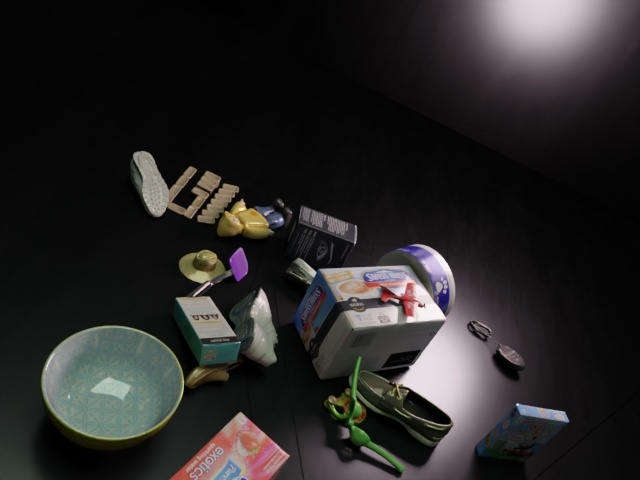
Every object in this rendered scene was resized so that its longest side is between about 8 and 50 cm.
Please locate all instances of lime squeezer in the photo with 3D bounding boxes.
[{"bbox_3d":[0.114,0.460,1.572,0.109,0.059,0.311,-18,70,-9],"label":"lime squeezer"}]

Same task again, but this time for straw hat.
[{"bbox_3d":[-0.347,0.063,1.823,0.144,0.061,0.145,17,36,-13],"label":"straw hat"}]

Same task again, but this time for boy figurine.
[{"bbox_3d":[-0.238,-0.076,2.045,0.285,0.092,0.177,-12,53,-46],"label":"boy figurine"}]

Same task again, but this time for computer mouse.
[{"bbox_3d":[0.598,0.361,2.070,0.071,0.041,0.242,-10,42,-38],"label":"computer mouse"}]

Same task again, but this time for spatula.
[{"bbox_3d":[-0.307,0.118,1.792,0.030,0.084,0.296,-2,24,39],"label":"spatula"}]

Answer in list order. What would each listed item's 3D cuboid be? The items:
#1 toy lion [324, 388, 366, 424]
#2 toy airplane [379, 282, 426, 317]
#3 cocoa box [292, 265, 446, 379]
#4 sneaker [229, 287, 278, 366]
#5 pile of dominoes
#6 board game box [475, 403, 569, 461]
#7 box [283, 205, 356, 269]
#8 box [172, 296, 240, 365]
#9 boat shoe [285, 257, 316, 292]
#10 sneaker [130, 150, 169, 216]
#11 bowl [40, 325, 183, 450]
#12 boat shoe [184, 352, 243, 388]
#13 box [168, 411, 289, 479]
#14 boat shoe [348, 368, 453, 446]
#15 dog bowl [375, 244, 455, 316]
[{"bbox_3d":[0.072,0.453,1.623,0.100,0.034,0.096,-11,57,-41],"label":"toy lion"},{"bbox_3d":[0.227,0.162,1.684,0.151,0.028,0.151,18,35,-13],"label":"toy airplane"},{"bbox_3d":[0.137,0.230,1.768,0.347,0.231,0.228,0,44,-33],"label":"cocoa box"},{"bbox_3d":[-0.179,0.242,1.683,0.129,0.111,0.297,48,17,-23],"label":"sneaker"},{"bbox_3d":[-0.414,-0.144,2.086,0.195,0.040,0.251,26,43,-1],"label":"pile of dominoes"},{"bbox_3d":[0.551,0.532,1.663,0.160,0.212,0.039,13,37,-18],"label":"board game box"},{"bbox_3d":[0.000,0.000,2.044,0.207,0.153,0.108,21,35,-10],"label":"box"},{"bbox_3d":[-0.301,0.229,1.575,0.100,0.060,0.244,1,23,-30],"label":"box"},{"bbox_3d":[-0.016,0.150,1.922,0.219,0.078,0.070,39,71,12],"label":"boat shoe"},{"bbox_3d":[-0.564,-0.172,1.973,0.090,0.095,0.235,-2,64,-41],"label":"sneaker"},{"bbox_3d":[-0.456,0.345,1.314,0.289,0.156,0.290,17,36,-13],"label":"bowl"},{"bbox_3d":[-0.263,0.330,1.539,0.072,0.068,0.190,48,39,9],"label":"boat shoe"},{"bbox_3d":[-0.220,0.524,1.247,0.154,0.142,0.300,38,37,14],"label":"box"},{"bbox_3d":[0.221,0.441,1.660,0.305,0.091,0.109,34,33,3],"label":"boat shoe"},{"bbox_3d":[0.295,0.150,1.941,0.104,0.265,0.265,-12,50,-39],"label":"dog bowl"}]
